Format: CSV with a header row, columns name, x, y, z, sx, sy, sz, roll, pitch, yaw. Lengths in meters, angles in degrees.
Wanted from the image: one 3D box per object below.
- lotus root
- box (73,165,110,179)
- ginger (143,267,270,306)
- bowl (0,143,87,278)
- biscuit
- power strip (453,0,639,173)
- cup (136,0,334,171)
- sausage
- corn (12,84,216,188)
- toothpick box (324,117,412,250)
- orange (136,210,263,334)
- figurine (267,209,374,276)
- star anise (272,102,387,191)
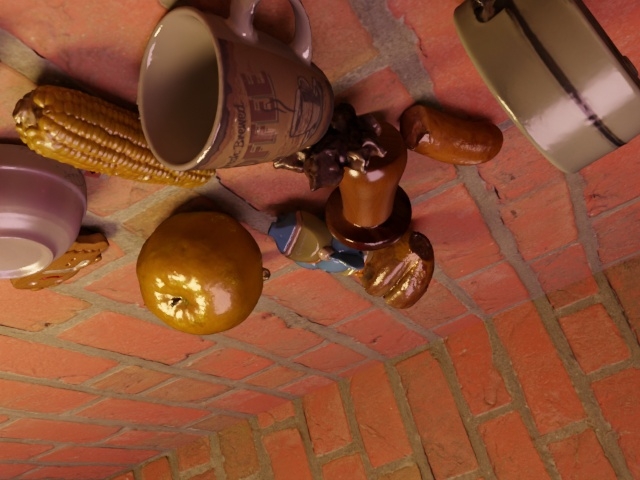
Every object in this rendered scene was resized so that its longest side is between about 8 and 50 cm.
name,x,y,z,sx,sy,sz,roll,pitch,yaw
lotus root,0.221,0.066,1.757,0.188,0.199,0.180,-5,156,-38
box,-0.416,-0.133,1.197,0.083,0.012,0.046,10,142,-40
ginger,-0.291,0.111,1.660,0.333,0.081,0.148,-14,158,-5
bowl,-0.555,-0.029,1.153,0.286,0.144,0.287,-11,155,-5
biscuit,-0.560,0.053,1.396,0.248,0.035,0.184,-30,165,30
power strip,0.366,-0.288,1.033,0.161,0.358,0.357,-36,148,30
cup,-0.098,-0.249,0.989,0.257,0.227,0.301,-8,140,-44
sausage,0.285,-0.213,1.377,0.270,0.109,0.109,2,147,-39
corn,-0.325,-0.159,1.085,0.120,0.120,0.363,-35,149,30
toothpick box,0.101,-0.109,1.378,0.192,0.192,0.294,-15,148,-6
orange,-0.252,0.066,1.414,0.279,0.235,0.279,11,127,14
figurine,0.002,-0.003,1.550,0.262,0.154,0.180,20,175,-12
star anise,0.013,-0.182,1.182,0.214,0.220,0.099,-16,127,-17
